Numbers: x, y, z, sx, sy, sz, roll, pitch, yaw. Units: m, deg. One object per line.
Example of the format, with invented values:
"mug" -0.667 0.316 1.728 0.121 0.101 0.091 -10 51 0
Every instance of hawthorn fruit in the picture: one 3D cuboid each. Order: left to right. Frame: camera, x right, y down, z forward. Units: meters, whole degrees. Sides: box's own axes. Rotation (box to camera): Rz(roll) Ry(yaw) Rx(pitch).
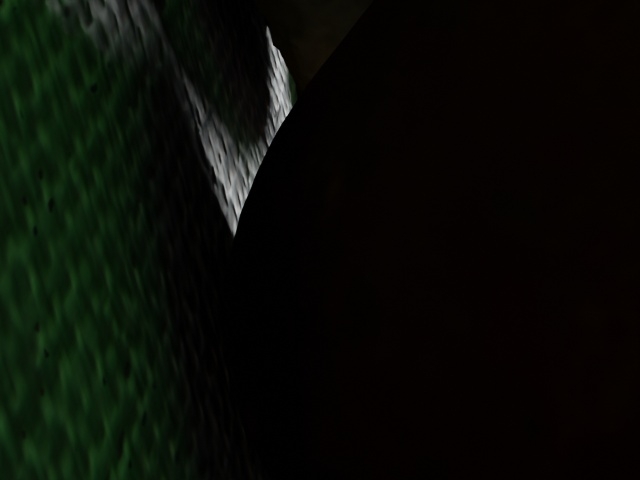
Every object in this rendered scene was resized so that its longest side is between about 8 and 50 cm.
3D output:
"hawthorn fruit" 0.127 0.011 0.589 0.308 0.325 0.308 43 26 -26

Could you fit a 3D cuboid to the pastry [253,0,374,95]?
"pastry" 0.015 -0.191 0.797 0.329 0.136 0.329 -15 90 -81
